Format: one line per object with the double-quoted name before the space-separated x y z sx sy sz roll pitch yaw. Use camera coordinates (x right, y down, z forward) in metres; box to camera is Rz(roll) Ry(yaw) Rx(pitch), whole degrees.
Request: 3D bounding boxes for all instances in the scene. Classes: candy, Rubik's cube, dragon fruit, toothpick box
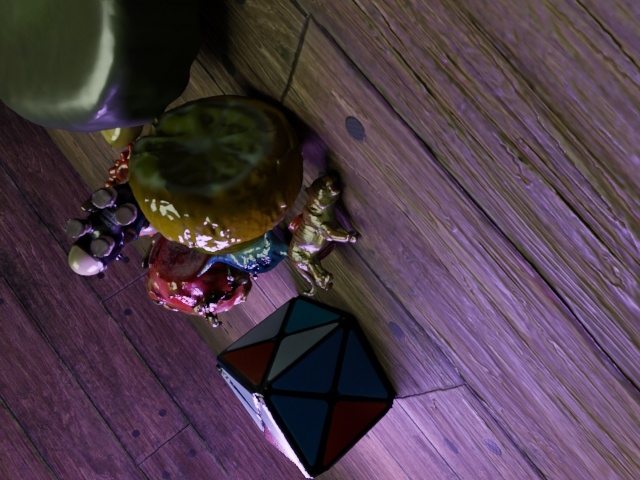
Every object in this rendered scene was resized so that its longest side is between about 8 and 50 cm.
"candy" -0.151 -0.109 0.783 0.260 0.260 0.118 41 155 27
"Rubik's cube" -0.035 0.299 1.134 0.250 0.246 0.248 10 131 58
"dragon fruit" -0.283 0.078 1.324 0.269 0.250 0.291 18 160 18
"toothpick box" -0.016 -0.008 0.927 0.083 0.047 0.047 47 156 15

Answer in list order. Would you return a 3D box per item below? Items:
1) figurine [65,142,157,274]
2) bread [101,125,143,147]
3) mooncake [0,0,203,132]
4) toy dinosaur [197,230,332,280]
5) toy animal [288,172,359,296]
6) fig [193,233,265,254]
"figurine" -0.468 -0.074 1.321 0.241 0.411 0.306 25 127 -1
"bread" -0.509 -0.334 1.325 0.217 0.098 0.147 51 131 21
"mooncake" -0.340 -0.335 0.764 0.356 0.194 0.356 12 114 27
"toy dinosaur" -0.128 0.010 1.084 0.329 0.076 0.144 0 102 25
"toy animal" 0.000 0.000 0.853 0.099 0.057 0.241 37 132 14
"fig" -0.210 -0.109 0.964 0.275 0.206 0.206 43 155 27
